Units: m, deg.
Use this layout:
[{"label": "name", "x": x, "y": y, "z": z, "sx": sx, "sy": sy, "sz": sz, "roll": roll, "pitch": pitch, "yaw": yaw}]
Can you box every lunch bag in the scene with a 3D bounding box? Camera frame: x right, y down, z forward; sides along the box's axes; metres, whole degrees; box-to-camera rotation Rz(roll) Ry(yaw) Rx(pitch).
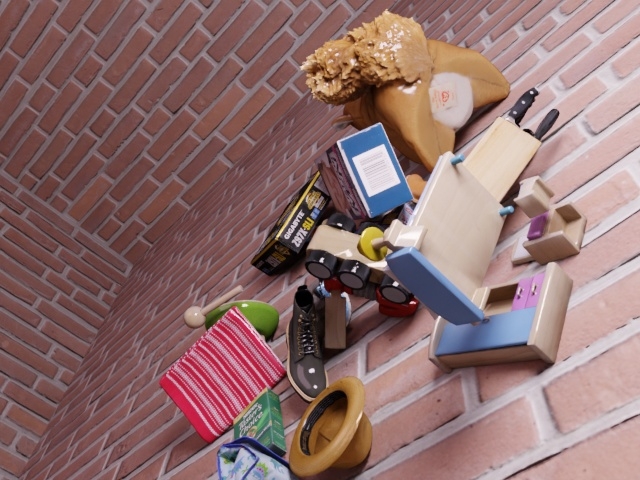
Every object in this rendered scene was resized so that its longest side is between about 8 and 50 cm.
[{"label": "lunch bag", "x": -0.104, "y": 0.404, "z": 1.073, "sx": 0.096, "sy": 0.129, "sz": 0.151, "roll": -55, "pitch": 19, "yaw": -16}]

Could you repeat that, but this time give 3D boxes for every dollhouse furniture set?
[{"label": "dollhouse furniture set", "x": 0.188, "y": 0.005, "z": 0.908, "sx": 0.198, "sy": 0.303, "sz": 0.286, "roll": -22, "pitch": 34, "yaw": 51}]

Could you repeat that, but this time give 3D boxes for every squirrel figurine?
[{"label": "squirrel figurine", "x": 0.154, "y": -0.356, "z": 1.477, "sx": 0.281, "sy": 0.397, "sz": 0.370, "roll": -58, "pitch": 30, "yaw": -7}]

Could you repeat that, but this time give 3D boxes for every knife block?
[{"label": "knife block", "x": 0.312, "y": -0.148, "z": 1.082, "sx": 0.242, "sy": 0.088, "sz": 0.276, "roll": -59, "pitch": -13, "yaw": 20}]

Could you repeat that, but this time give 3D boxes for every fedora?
[{"label": "fedora", "x": 0.030, "y": 0.313, "z": 1.026, "sx": 0.194, "sy": 0.079, "sz": 0.194, "roll": -47, "pitch": 14, "yaw": 16}]

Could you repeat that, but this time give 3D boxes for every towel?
[{"label": "towel", "x": -0.227, "y": 0.308, "z": 1.435, "sx": 0.275, "sy": 0.199, "sz": 0.031, "roll": -45, "pitch": -12, "yaw": 16}]

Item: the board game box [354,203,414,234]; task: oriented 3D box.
[{"label": "board game box", "x": 0.129, "y": 0.011, "z": 1.375, "sx": 0.194, "sy": 0.060, "sz": 0.194, "roll": -55, "pitch": 20, "yaw": -15}]

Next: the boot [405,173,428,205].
[{"label": "boot", "x": 0.257, "y": -0.113, "z": 1.311, "sx": 0.152, "sy": 0.073, "sz": 0.197, "roll": -43, "pitch": 33, "yaw": 22}]

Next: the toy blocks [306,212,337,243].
[{"label": "toy blocks", "x": 0.000, "y": 0.000, "z": 1.671, "sx": 0.148, "sy": 0.054, "sz": 0.123, "roll": -29, "pitch": 28, "yaw": 45}]

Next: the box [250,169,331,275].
[{"label": "box", "x": -0.073, "y": -0.049, "z": 1.781, "sx": 0.257, "sy": 0.079, "sz": 0.322, "roll": -60, "pitch": 9, "yaw": -21}]

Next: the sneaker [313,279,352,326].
[{"label": "sneaker", "x": 0.017, "y": 0.121, "z": 1.331, "sx": 0.063, "sy": 0.073, "sz": 0.162, "roll": 130, "pitch": 136, "yaw": -53}]

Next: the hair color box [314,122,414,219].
[{"label": "hair color box", "x": 0.086, "y": -0.140, "z": 1.425, "sx": 0.105, "sy": 0.173, "sz": 0.347, "roll": -24, "pitch": 4, "yaw": -7}]

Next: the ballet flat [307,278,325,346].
[{"label": "ballet flat", "x": -0.015, "y": 0.184, "z": 1.373, "sx": 0.058, "sy": 0.084, "sz": 0.249, "roll": 96, "pitch": -171, "yaw": -49}]

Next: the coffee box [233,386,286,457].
[{"label": "coffee box", "x": -0.125, "y": 0.391, "z": 1.269, "sx": 0.113, "sy": 0.040, "sz": 0.184, "roll": -46, "pitch": 21, "yaw": 11}]

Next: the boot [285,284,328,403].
[{"label": "boot", "x": -0.028, "y": 0.198, "z": 1.217, "sx": 0.198, "sy": 0.077, "sz": 0.137, "roll": -114, "pitch": 23, "yaw": -43}]

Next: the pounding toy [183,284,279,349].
[{"label": "pounding toy", "x": -0.197, "y": 0.223, "z": 1.508, "sx": 0.183, "sy": 0.237, "sz": 0.110, "roll": -22, "pitch": 55, "yaw": 17}]

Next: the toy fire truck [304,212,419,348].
[{"label": "toy fire truck", "x": 0.081, "y": 0.101, "z": 1.196, "sx": 0.246, "sy": 0.217, "sz": 0.158, "roll": 85, "pitch": -153, "yaw": -54}]
